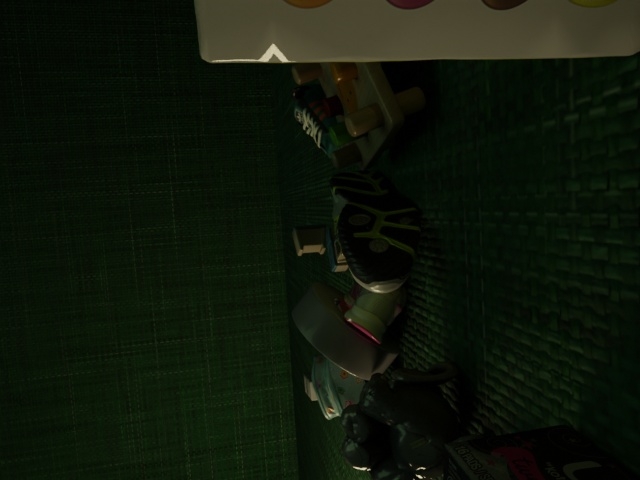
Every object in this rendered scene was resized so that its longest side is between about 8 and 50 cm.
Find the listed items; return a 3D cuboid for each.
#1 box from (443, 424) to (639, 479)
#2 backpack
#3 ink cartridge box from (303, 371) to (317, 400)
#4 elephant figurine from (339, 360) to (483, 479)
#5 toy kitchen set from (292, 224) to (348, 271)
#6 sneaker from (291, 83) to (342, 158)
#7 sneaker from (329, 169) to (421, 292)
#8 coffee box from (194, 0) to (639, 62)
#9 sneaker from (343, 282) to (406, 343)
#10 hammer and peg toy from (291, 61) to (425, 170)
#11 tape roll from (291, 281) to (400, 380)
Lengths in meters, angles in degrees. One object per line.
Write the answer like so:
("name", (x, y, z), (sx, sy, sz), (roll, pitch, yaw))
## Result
("box", (0.212, 0.281, 0.354), (0.247, 0.142, 0.163), (-146, 53, -74))
("backpack", (0.059, 0.311, 1.020), (0.188, 0.145, 0.165), (-128, 19, -86))
("ink cartridge box", (0.004, 0.482, 1.568), (0.181, 0.105, 0.061), (146, 119, -78))
("elephant figurine", (0.143, 0.251, 0.708), (0.186, 0.239, 0.169), (37, 111, 21))
("toy kitchen set", (0.000, 0.000, 1.241), (0.207, 0.166, 0.122), (113, 151, -66))
("sneaker", (-0.009, -0.323, 1.278), (0.108, 0.121, 0.302), (98, 163, -48))
("sneaker", (0.099, -0.008, 0.874), (0.384, 0.145, 0.147), (-93, -2, -62))
("coffee box", (0.068, -0.355, 0.320), (0.334, 0.338, 0.337), (98, 163, -48))
("sneaker", (0.116, 0.110, 0.911), (0.111, 0.103, 0.252), (-54, 2, 6))
("hammer and peg toy", (0.041, -0.264, 0.852), (0.361, 0.128, 0.265), (134, 113, -81))
("tape roll", (0.051, 0.176, 0.933), (0.072, 0.219, 0.219), (-54, 22, 9))
